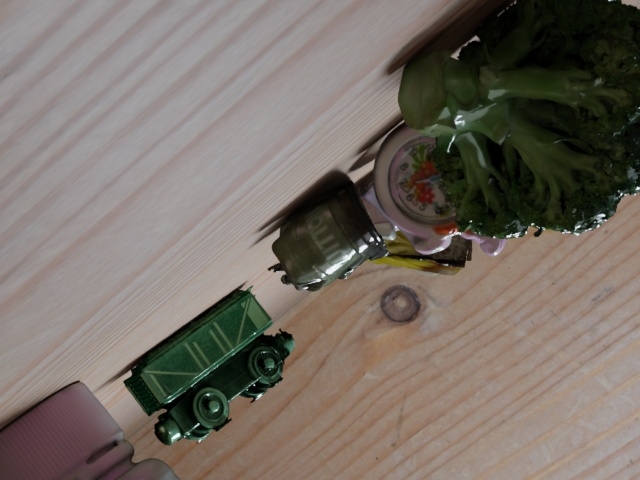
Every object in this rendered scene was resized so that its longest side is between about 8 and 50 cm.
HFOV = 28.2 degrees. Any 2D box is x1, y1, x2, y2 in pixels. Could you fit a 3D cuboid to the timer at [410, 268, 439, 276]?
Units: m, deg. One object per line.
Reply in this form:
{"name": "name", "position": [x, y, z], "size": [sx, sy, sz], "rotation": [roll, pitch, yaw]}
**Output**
{"name": "timer", "position": [0.216, -0.089, 2.075], "size": [0.266, 0.175, 0.175], "rotation": [-44, 178, -17]}

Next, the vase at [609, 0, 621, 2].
{"name": "vase", "position": [0.254, -0.211, 1.387], "size": [0.183, 0.120, 0.120], "rotation": [-53, 172, 14]}

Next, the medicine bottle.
{"name": "medicine bottle", "position": [-0.280, 0.362, 1.556], "size": [0.256, 0.325, 0.256], "rotation": [-38, 175, -4]}

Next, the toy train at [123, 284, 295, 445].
{"name": "toy train", "position": [-0.164, 0.198, 1.926], "size": [0.269, 0.154, 0.115], "rotation": [-36, 174, -31]}

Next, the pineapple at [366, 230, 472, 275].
{"name": "pineapple", "position": [0.155, -0.030, 1.911], "size": [0.236, 0.186, 0.114], "rotation": [-44, 178, -8]}

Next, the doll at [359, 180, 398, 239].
{"name": "doll", "position": [0.064, -0.032, 1.811], "size": [0.207, 0.081, 0.129], "rotation": [-29, -142, 1]}

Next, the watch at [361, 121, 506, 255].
{"name": "watch", "position": [0.184, -0.091, 1.573], "size": [0.244, 0.196, 0.231], "rotation": [-45, 180, 10]}

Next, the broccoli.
{"name": "broccoli", "position": [0.191, -0.115, 1.191], "size": [0.270, 0.270, 0.270], "rotation": [5, 148, -37]}

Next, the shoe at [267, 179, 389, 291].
{"name": "shoe", "position": [0.001, 0.003, 1.618], "size": [0.149, 0.109, 0.293], "rotation": [-29, 177, 1]}
